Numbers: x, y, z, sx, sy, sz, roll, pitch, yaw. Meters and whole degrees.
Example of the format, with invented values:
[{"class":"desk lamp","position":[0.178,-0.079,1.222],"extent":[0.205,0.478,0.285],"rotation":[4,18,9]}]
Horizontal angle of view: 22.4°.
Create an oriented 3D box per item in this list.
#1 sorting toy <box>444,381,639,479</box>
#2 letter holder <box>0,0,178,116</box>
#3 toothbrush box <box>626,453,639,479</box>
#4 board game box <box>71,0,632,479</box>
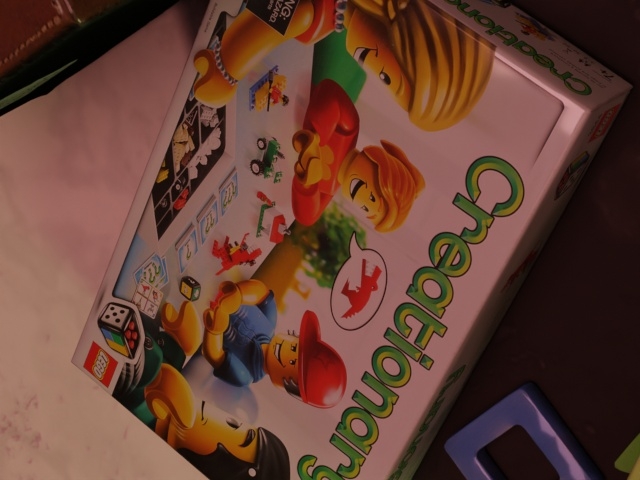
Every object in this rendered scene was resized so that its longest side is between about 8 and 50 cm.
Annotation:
[{"class":"sorting toy","position":[0.171,0.229,0.766],"extent":[0.196,0.047,0.347],"rotation":[-23,92,38]},{"class":"letter holder","position":[-0.173,-0.172,0.738],"extent":[0.302,0.152,0.214],"rotation":[-21,102,54]},{"class":"toothbrush box","position":[0.202,0.179,0.643],"extent":[0.206,0.122,0.283],"rotation":[28,112,19]},{"class":"board game box","position":[0.000,0.000,0.802],"extent":[0.193,0.053,0.305],"rotation":[37,124,19]}]
